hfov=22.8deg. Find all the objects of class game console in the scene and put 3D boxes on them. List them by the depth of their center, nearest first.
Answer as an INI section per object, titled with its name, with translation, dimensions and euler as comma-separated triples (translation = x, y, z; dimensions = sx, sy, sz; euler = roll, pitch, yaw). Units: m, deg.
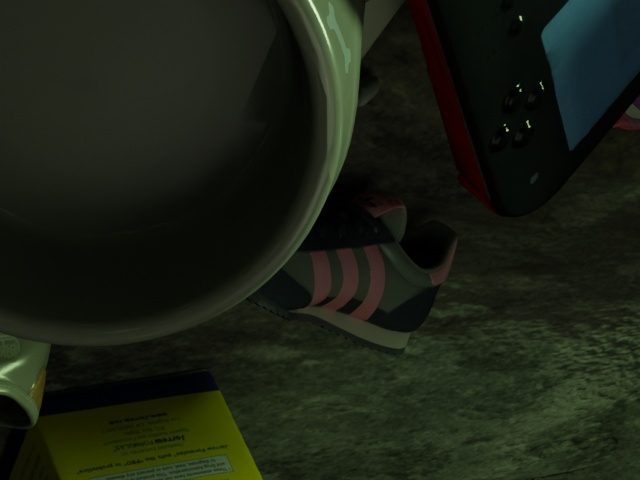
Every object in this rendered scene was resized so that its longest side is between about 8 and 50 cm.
[game console]
translation = 0.208, -0.226, 1.088
dimensions = 0.386, 0.060, 0.342
euler = -49, 152, -15

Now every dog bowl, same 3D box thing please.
[dog bowl]
translation = -0.141, -0.090, 0.934
dimensions = 0.349, 0.102, 0.348
euler = -1, 119, -1

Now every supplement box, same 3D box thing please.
[supplement box]
translation = -0.142, 0.322, 1.418
dimensions = 0.195, 0.356, 0.194
euler = -6, 141, -32

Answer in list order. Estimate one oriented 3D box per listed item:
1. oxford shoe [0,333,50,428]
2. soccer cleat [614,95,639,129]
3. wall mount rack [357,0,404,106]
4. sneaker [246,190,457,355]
[oxford shoe]
translation = -0.394, 0.119, 1.125
dimensions = 0.449, 0.130, 0.169
euler = -10, 172, -28
[soccer cleat]
translation = 0.240, -0.133, 1.329
dimensions = 0.318, 0.108, 0.116
euler = -12, 146, -29
[wall mount rack]
translation = 0.003, -0.170, 1.085
dimensions = 0.304, 0.130, 0.350
euler = 9, 131, -40
[sneaker]
translation = 0.000, 0.000, 1.345
dimensions = 0.319, 0.112, 0.131
euler = 21, 105, -54
